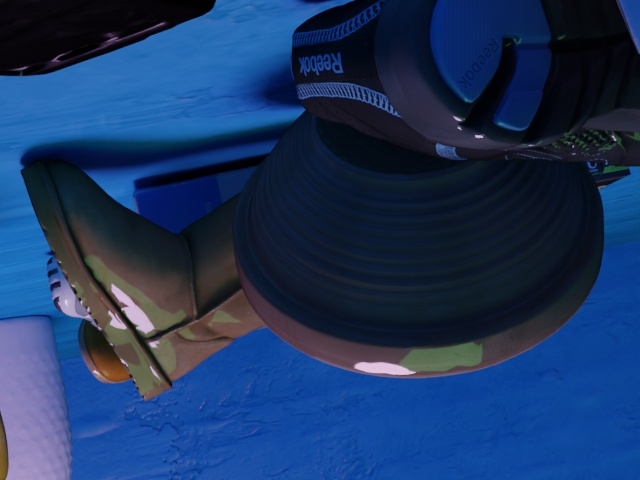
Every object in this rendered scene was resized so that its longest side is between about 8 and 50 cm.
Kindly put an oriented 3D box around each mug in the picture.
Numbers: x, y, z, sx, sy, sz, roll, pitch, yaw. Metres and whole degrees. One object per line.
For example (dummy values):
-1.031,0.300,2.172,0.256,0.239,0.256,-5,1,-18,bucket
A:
-0.551,0.309,1.927,0.374,0.328,0.276,-11,173,-13,mug

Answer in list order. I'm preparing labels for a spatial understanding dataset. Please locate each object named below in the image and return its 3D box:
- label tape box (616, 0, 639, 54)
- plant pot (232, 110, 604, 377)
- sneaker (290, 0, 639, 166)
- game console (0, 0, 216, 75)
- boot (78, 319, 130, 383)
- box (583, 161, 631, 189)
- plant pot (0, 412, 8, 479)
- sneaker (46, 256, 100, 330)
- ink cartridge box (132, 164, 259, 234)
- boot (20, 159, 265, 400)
0.226,-0.141,0.464,0.241,0.105,0.334,-16,173,28,label tape box
0.057,-0.037,0.817,0.237,0.237,0.109,-12,133,-3,plant pot
0.140,-0.101,0.714,0.341,0.125,0.140,2,180,-39,sneaker
-0.059,-0.116,0.397,0.361,0.044,0.213,-14,174,32,game console
-0.150,0.072,1.600,0.211,0.104,0.295,-23,-175,22,boot
0.271,-0.078,1.354,0.062,0.052,0.083,-12,173,-14,box
-0.351,0.088,0.999,0.212,0.212,0.187,-9,162,-25,plant pot
-0.192,0.045,1.415,0.132,0.086,0.229,-16,172,10,sneaker
0.000,0.000,1.164,0.308,0.129,0.223,-12,174,-7,ink cartridge box
-0.057,-0.025,0.963,0.270,0.089,0.236,-29,135,-6,boot
